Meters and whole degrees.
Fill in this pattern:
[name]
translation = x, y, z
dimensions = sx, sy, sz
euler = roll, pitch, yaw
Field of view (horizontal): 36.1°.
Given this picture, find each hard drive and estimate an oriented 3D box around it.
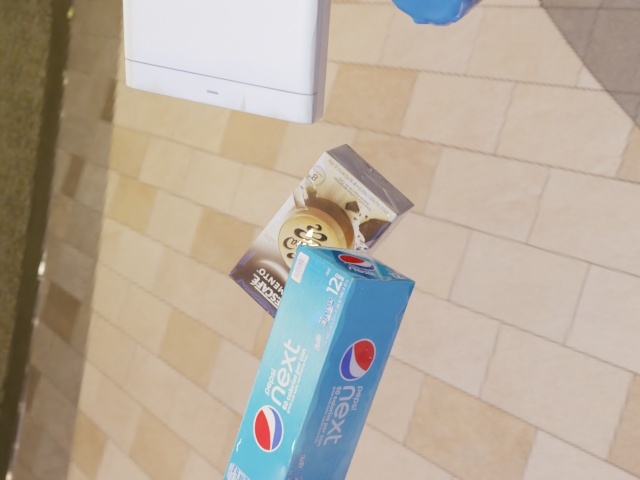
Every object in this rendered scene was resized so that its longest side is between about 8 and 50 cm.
[hard drive]
translation = -0.097, -0.310, 1.004
dimensions = 0.233, 0.047, 0.353
euler = 14, 118, 20

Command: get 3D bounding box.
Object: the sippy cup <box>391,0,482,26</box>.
[sippy cup]
translation = 0.215, -0.476, 1.599
dimensions = 0.224, 0.240, 0.305
euler = -51, 1, -25

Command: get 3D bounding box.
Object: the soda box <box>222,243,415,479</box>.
[soda box]
translation = -0.004, 0.113, 0.767
dimensions = 0.067, 0.071, 0.210
euler = 32, 109, 44

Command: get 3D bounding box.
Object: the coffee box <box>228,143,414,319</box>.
[coffee box]
translation = 0.000, 0.000, 1.722
dimensions = 0.168, 0.119, 0.297
euler = 42, 113, 8
